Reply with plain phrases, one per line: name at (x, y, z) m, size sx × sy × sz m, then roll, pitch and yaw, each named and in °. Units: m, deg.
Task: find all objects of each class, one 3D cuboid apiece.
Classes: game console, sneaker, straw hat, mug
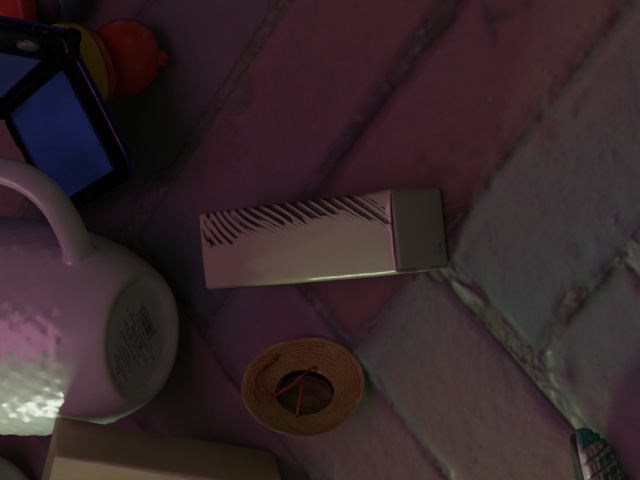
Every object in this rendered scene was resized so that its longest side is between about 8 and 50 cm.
game console at (-0.390, -0.147, 1.748) m, size 0.293 × 0.250 × 0.173 m, roll -22°, pitch 65°, yaw 59°
sneaker at (0.279, 0.278, 1.468) m, size 0.076 × 0.065 × 0.167 m, roll -23°, pitch 79°, yaw 39°
straw hat at (-0.017, 0.185, 1.673) m, size 0.144 × 0.144 × 0.061 m, roll 35°, pitch 154°, yaw 29°
mug at (-0.367, 0.068, 1.767) m, size 0.328 × 0.276 × 0.374 m, roll 3°, pitch 120°, yaw 27°

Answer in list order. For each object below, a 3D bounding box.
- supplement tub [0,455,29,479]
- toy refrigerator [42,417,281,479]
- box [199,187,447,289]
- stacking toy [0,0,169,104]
supplement tub at (-0.567, 0.436, 2.007) m, size 0.338 × 0.207 × 0.207 m, roll -28°, pitch 77°, yaw 34°
toy refrigerator at (-0.189, 0.292, 1.682) m, size 0.102 × 0.269 × 0.094 m, roll -120°, pitch 44°, yaw -68°
box at (0.000, 0.000, 1.619) m, size 0.275 × 0.113 × 0.094 m, roll -7°, pitch 88°, yaw 35°
stacking toy at (-0.335, -0.244, 1.880) m, size 0.309 × 0.130 × 0.279 m, roll 50°, pitch 146°, yaw 25°
